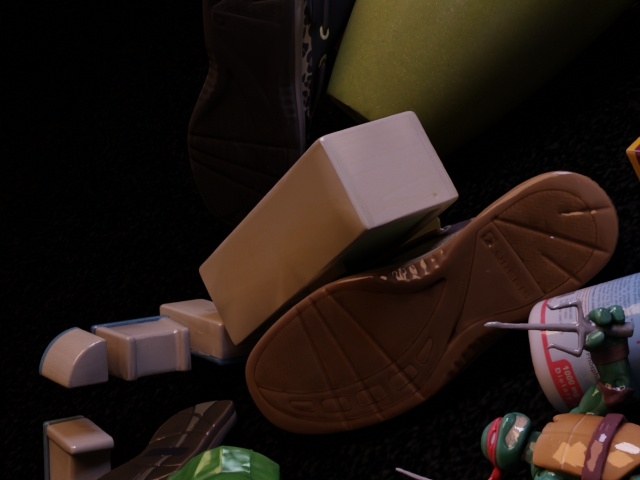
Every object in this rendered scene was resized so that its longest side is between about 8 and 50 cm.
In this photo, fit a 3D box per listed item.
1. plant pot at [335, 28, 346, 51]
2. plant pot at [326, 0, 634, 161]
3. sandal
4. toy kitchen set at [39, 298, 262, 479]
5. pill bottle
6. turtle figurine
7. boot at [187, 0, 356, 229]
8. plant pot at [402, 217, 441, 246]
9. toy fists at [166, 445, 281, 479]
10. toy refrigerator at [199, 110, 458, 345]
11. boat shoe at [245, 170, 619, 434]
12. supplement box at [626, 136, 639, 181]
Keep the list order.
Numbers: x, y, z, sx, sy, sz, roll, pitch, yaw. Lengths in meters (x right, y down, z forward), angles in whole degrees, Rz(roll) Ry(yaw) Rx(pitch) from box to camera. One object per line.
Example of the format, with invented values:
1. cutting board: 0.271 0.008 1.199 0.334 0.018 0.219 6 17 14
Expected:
1. plant pot: 0.095 -0.368 1.593 0.243 0.275 0.275 -36 24 20
2. plant pot: 0.147 -0.230 1.312 0.293 0.274 0.275 -54 27 1
3. sandal: -0.139 0.215 1.083 0.090 0.060 0.219 -7 22 32
4. toy kitchen set: -0.171 0.156 1.207 0.207 0.166 0.122 -6 10 -34
5. pill bottle: 0.233 0.064 0.873 0.160 0.087 0.087 -19 30 28
6. turtle figurine: 0.178 0.129 0.795 0.234 0.118 0.175 5 58 30
7. boot: -0.025 -0.218 1.406 0.138 0.377 0.284 17 39 19
8. plant pot: 0.073 -0.013 1.197 0.083 0.082 0.081 -19 28 5
9. toy fists: -0.128 0.265 0.879 0.279 0.096 0.142 -42 28 24
10. toy refrigerator: 0.000 0.000 1.098 0.102 0.094 0.269 -19 -13 -34
11. boat shoe: 0.096 0.052 1.049 0.342 0.123 0.123 -35 -5 17
12. supplement box: 0.332 -0.040 0.918 0.081 0.104 0.188 -42 28 -17
